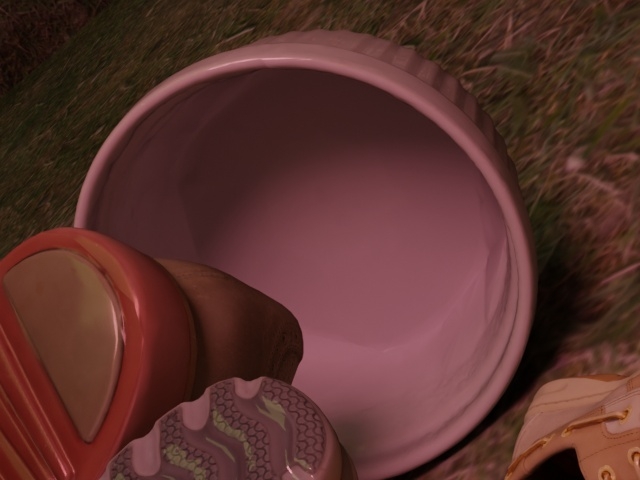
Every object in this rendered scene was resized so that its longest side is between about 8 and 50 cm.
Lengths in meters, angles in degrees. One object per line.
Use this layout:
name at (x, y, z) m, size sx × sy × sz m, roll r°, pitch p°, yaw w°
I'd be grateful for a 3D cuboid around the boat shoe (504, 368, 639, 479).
boat shoe at (0.115, 0.076, 0.578) m, size 0.059 × 0.063 × 0.170 m, roll -57°, pitch 10°, yaw -23°

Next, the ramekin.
ramekin at (0.000, 0.000, 0.794) m, size 0.207 × 0.207 × 0.109 m, roll -40°, pitch 8°, yaw 23°

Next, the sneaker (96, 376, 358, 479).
sneaker at (-0.088, 0.172, 0.590) m, size 0.281 × 0.115 × 0.105 m, roll -35°, pitch 40°, yaw 5°

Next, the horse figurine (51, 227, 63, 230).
horse figurine at (-0.225, 0.051, 1.455) m, size 0.174 × 0.066 × 0.263 m, roll -53°, pitch 19°, yaw -3°

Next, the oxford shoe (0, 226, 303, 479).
oxford shoe at (-0.133, 0.180, 0.734) m, size 0.140 × 0.146 × 0.397 m, roll 47°, pitch 111°, yaw 34°
